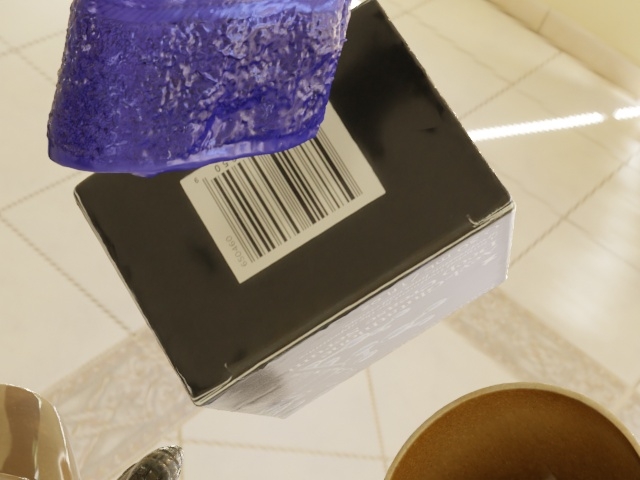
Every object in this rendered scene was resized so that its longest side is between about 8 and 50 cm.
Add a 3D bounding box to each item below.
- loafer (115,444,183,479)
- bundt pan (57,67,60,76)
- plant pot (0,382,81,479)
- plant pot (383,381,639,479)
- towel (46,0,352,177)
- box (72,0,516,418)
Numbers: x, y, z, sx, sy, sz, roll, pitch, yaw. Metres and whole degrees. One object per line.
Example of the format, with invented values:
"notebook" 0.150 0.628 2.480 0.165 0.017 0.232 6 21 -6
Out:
"loafer" -0.262 0.365 1.639 0.076 0.223 0.078 46 32 4
"bundt pan" -0.178 -0.196 1.568 0.330 0.331 0.124 -11 42 -34
"plant pot" -0.330 0.270 1.150 0.263 0.263 0.229 12 34 -14
"plant pot" 0.203 0.280 1.001 0.254 0.237 0.237 47 16 -49
"towel" -0.040 -0.184 0.699 0.076 0.308 0.227 36 36 30
"box" 0.000 0.000 1.082 0.293 0.395 0.212 -33 78 2
